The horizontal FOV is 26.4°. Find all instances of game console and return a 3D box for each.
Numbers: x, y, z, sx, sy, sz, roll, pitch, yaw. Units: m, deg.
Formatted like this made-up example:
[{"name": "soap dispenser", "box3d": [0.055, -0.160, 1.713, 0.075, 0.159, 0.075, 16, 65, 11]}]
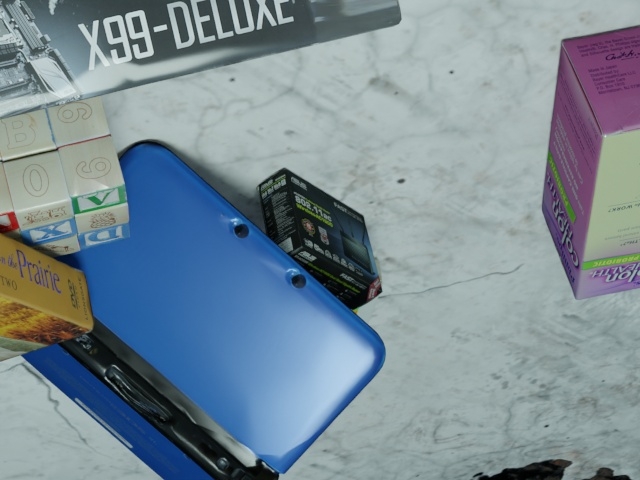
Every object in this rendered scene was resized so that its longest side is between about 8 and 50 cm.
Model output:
[{"name": "game console", "box3d": [-0.128, 0.091, 1.251, 0.293, 0.173, 0.250, 42, 156, -4]}]

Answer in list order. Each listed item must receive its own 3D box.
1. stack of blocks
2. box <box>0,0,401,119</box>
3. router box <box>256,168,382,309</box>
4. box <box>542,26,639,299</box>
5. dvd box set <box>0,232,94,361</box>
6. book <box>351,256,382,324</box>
[{"name": "stack of blocks", "box3d": [-0.303, -0.032, 1.050, 0.297, 0.087, 0.171, -14, 164, -11]}, {"name": "box", "box3d": [-0.109, -0.151, 0.841, 0.242, 0.307, 0.076, -15, 105, -9]}, {"name": "router box", "box3d": [0.000, 0.000, 1.252, 0.038, 0.092, 0.122, -34, 140, 25]}, {"name": "box", "box3d": [0.327, -0.078, 1.238, 0.214, 0.117, 0.243, -11, 143, -4]}, {"name": "dvd box set", "box3d": [-0.381, 0.052, 0.974, 0.308, 0.062, 0.420, -18, 165, 8]}, {"name": "book", "box3d": [0.001, 0.074, 1.404, 0.096, 0.035, 0.144, 0, 143, -12]}]
